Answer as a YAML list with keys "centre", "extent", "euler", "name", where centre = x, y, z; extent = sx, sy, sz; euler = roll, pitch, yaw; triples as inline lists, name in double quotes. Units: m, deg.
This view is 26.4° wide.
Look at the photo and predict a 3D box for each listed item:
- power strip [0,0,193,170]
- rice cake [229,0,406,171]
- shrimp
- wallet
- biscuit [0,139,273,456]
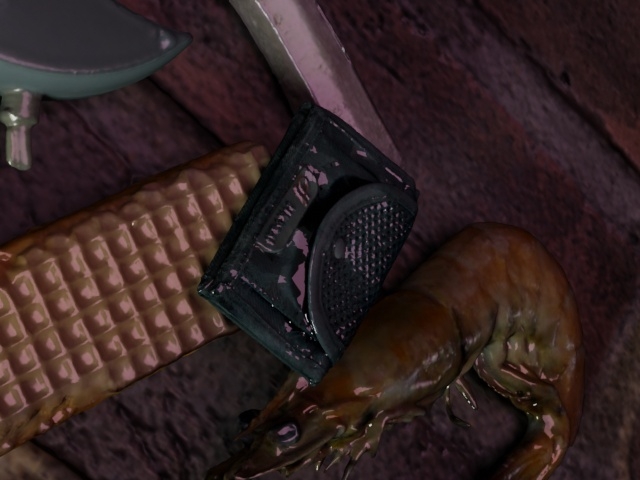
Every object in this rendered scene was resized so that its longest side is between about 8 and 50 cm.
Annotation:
- centre: [-0.162, -0.161, 0.667]
  extent: [0.167, 0.054, 0.253]
  euler: [-19, 92, -33]
  name: "power strip"
- centre: [-0.013, -0.110, 0.772]
  extent: [0.047, 0.036, 0.207]
  euler: [-37, 104, -21]
  name: "rice cake"
- centre: [0.063, 0.103, 0.778]
  extent: [0.296, 0.058, 0.169]
  euler: [-32, 102, -38]
  name: "shrimp"
- centre: [0.000, 0.000, 0.698]
  extent: [0.088, 0.026, 0.129]
  euler: [40, 60, -22]
  name: "wallet"
- centre: [-0.164, 0.056, 0.626]
  extent: [0.378, 0.054, 0.094]
  euler: [-28, 98, -35]
  name: "biscuit"
